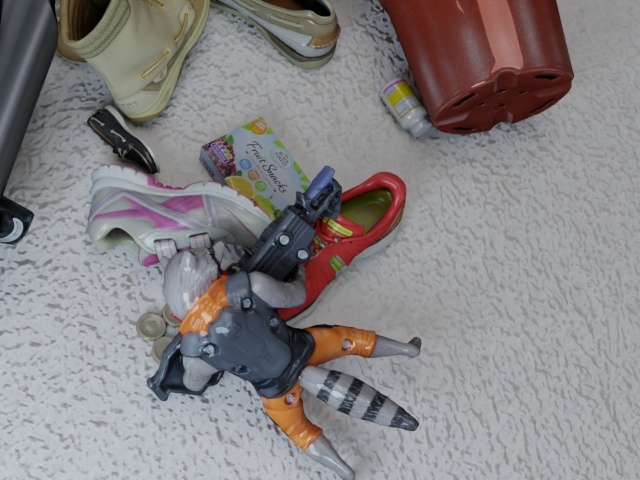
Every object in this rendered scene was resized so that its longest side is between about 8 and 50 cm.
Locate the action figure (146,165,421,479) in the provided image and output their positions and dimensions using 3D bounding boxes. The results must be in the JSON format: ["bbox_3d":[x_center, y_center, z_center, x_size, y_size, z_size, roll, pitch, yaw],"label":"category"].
[{"bbox_3d":[-0.028,0.088,1.293,0.330,0.178,0.341,31,91,-17],"label":"action figure"}]

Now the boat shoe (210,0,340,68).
[{"bbox_3d":[-0.094,-0.374,1.603,0.302,0.103,0.113,35,62,7],"label":"boat shoe"}]

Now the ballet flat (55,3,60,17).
[{"bbox_3d":[-0.421,-0.339,1.525,0.316,0.107,0.106,-22,84,-20],"label":"ballet flat"}]

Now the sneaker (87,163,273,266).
[{"bbox_3d":[-0.179,-0.012,1.407,0.252,0.103,0.111,10,67,11],"label":"sneaker"}]

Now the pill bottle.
[{"bbox_3d":[0.122,-0.187,1.587,0.043,0.043,0.083,-26,72,-22],"label":"pill bottle"}]

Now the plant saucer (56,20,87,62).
[{"bbox_3d":[-0.331,-0.277,1.557,0.083,0.015,0.083,5,63,-10],"label":"plant saucer"}]

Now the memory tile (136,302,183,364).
[{"bbox_3d":[-0.145,0.113,1.401,0.148,0.012,0.113,-29,73,-23],"label":"memory tile"}]

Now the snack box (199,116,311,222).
[{"bbox_3d":[-0.082,-0.085,1.498,0.100,0.037,0.141,-29,73,-24],"label":"snack box"}]

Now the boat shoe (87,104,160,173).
[{"bbox_3d":[-0.259,-0.127,1.479,0.038,0.046,0.125,-35,72,-24],"label":"boat shoe"}]

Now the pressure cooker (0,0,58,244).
[{"bbox_3d":[-0.513,-0.148,1.265,0.370,0.375,0.420,3,61,18],"label":"pressure cooker"}]

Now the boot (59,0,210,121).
[{"bbox_3d":[-0.242,-0.315,1.471,0.095,0.203,0.262,10,69,24],"label":"boot"}]

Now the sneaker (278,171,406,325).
[{"bbox_3d":[0.000,0.000,1.424,0.107,0.118,0.279,44,67,12],"label":"sneaker"}]

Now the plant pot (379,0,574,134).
[{"bbox_3d":[0.217,-0.306,1.560,0.272,0.272,0.265,-10,75,-16],"label":"plant pot"}]
